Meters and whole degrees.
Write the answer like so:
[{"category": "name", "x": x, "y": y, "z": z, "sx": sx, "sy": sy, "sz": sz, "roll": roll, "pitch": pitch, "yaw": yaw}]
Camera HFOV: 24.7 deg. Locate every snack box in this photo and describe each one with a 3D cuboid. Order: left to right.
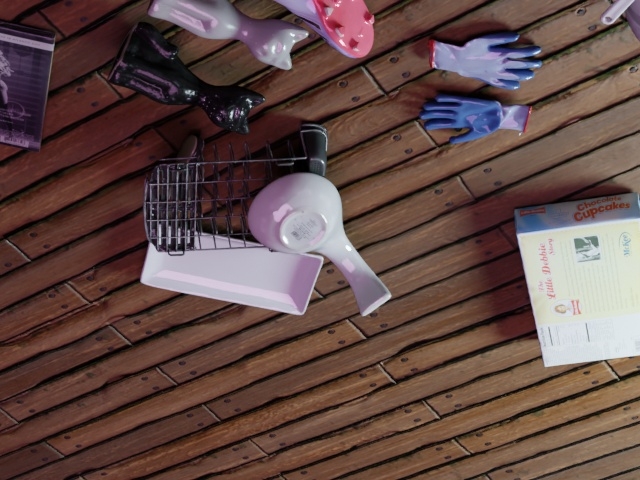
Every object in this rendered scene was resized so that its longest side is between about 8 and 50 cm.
[{"category": "snack box", "x": 0.417, "y": 0.067, "z": 2.271, "sx": 0.187, "sy": 0.060, "sz": 0.322, "roll": -8, "pitch": 135, "yaw": 11}]

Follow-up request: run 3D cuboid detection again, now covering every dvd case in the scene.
[{"category": "dvd case", "x": -0.466, "y": -0.223, "z": 2.057, "sx": 0.164, "sy": 0.018, "sz": 0.221, "roll": 12, "pitch": 136, "yaw": -7}]

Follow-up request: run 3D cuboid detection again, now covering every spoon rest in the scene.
[{"category": "spoon rest", "x": 0.000, "y": 0.000, "z": 2.137, "sx": 0.137, "sy": 0.084, "sz": 0.276, "roll": -35, "pitch": 127, "yaw": 9}]

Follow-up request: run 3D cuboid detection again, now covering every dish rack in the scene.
[{"category": "dish rack", "x": -0.123, "y": -0.066, "z": 2.122, "sx": 0.271, "sy": 0.074, "sz": 0.208, "roll": -4, "pitch": 136, "yaw": -10}]

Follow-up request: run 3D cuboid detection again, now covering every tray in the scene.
[{"category": "tray", "x": -0.140, "y": 0.039, "z": 2.301, "sx": 0.270, "sy": 0.030, "sz": 0.145, "roll": 11, "pitch": 137, "yaw": -8}]

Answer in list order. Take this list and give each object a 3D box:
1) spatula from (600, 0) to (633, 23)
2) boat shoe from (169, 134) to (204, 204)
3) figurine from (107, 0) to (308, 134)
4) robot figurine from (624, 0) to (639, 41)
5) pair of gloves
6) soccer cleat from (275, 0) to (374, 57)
[{"category": "spatula", "x": 0.331, "y": -0.342, "z": 1.638, "sx": 0.168, "sy": 0.019, "sz": 0.242, "roll": 25, "pitch": 148, "yaw": -12}, {"category": "boat shoe", "x": -0.193, "y": -0.102, "z": 2.144, "sx": 0.043, "sy": 0.049, "sz": 0.137, "roll": 13, "pitch": 135, "yaw": -18}, {"category": "figurine", "x": -0.145, "y": -0.251, "z": 1.942, "sx": 0.209, "sy": 0.092, "sz": 0.215, "roll": 26, "pitch": 131, "yaw": -15}, {"category": "robot figurine", "x": 0.458, "y": -0.350, "z": 1.732, "sx": 0.300, "sy": 0.200, "sz": 0.353, "roll": 6, "pitch": 138, "yaw": 20}, {"category": "pair of gloves", "x": 0.220, "y": -0.210, "z": 2.023, "sx": 0.159, "sy": 0.023, "sz": 0.198, "roll": 4, "pitch": 135, "yaw": 2}, {"category": "soccer cleat", "x": -0.025, "y": -0.324, "z": 1.894, "sx": 0.095, "sy": 0.083, "sz": 0.248, "roll": 4, "pitch": 154, "yaw": 47}]
